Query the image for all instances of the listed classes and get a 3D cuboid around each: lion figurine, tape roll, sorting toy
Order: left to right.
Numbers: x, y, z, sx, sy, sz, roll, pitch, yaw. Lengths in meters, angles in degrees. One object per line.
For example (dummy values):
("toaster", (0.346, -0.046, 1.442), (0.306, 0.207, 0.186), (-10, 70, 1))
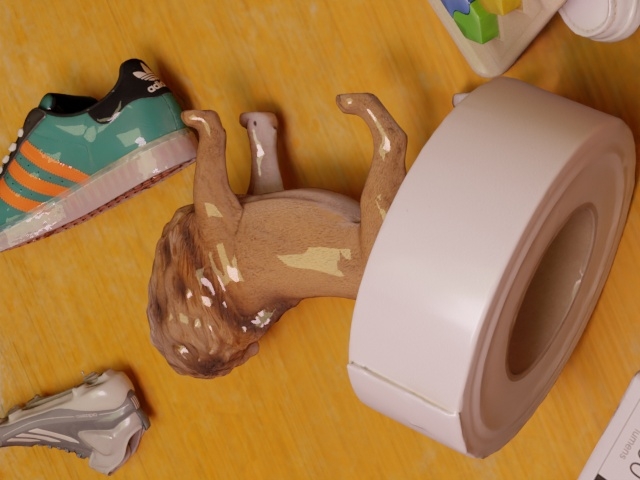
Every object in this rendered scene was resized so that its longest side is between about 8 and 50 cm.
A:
("lion figurine", (0.000, 0.000, 1.444), (0.392, 0.142, 0.240), (-4, 89, 39))
("sorting toy", (0.107, -0.232, 1.315), (0.193, 0.038, 0.208), (58, 165, 5))
("tape roll", (0.136, 0.022, 1.289), (0.100, 0.286, 0.286), (25, 116, 22))

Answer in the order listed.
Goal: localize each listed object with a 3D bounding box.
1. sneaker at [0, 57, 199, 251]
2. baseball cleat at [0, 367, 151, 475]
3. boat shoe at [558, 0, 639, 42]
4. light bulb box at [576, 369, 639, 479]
("sneaker", (-0.253, -0.075, 1.612), (0.302, 0.108, 0.121), (-25, 90, 26))
("baseball cleat", (-0.261, 0.201, 1.713), (0.206, 0.072, 0.109), (-23, 98, 38))
("boat shoe", (0.164, -0.277, 1.287), (0.098, 0.096, 0.277), (-21, 90, 51))
("light bulb box", (0.354, 0.302, 1.273), (0.361, 0.225, 0.358), (33, 119, 21))
